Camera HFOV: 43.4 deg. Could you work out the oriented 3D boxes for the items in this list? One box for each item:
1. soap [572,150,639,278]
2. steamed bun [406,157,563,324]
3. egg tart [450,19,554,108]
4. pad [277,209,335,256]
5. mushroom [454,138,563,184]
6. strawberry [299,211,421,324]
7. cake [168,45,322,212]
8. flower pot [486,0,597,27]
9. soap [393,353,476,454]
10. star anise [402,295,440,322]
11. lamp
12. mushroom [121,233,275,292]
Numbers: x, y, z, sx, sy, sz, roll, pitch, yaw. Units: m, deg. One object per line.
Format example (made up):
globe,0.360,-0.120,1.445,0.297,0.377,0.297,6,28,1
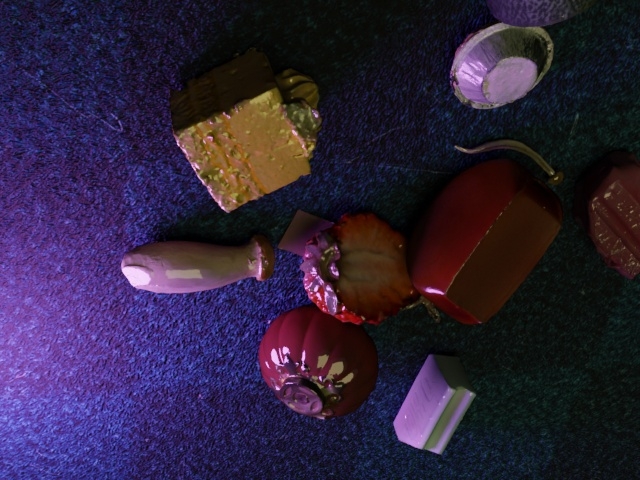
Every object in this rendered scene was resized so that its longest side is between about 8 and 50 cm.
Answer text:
soap,0.763,-0.065,2.032,0.220,0.127,0.325,-40,122,12
steamed bun,0.369,-0.009,1.895,0.235,0.248,0.379,32,95,-33
egg tart,0.395,-0.369,1.733,0.234,0.094,0.234,-9,138,-8
pad,0.000,0.000,1.953,0.187,0.006,0.113,20,113,-26
mushroom,0.462,-0.202,1.923,0.306,0.043,0.068,18,92,-22
strawberry,0.102,0.075,1.931,0.336,0.265,0.149,3,166,-37
cake,-0.132,-0.241,1.629,0.286,0.227,0.222,-25,129,5
flower pot,0.417,-0.576,1.503,0.299,0.299,0.283,-24,129,2
soap,0.311,0.465,2.239,0.095,0.173,0.290,11,120,-19
star anise,0.269,0.131,2.074,0.208,0.063,0.172,18,115,-24
lamp,-0.005,0.299,1.988,0.303,0.257,0.303,12,130,15
mushroom,-0.277,0.055,1.851,0.350,0.128,0.128,-7,124,-14
